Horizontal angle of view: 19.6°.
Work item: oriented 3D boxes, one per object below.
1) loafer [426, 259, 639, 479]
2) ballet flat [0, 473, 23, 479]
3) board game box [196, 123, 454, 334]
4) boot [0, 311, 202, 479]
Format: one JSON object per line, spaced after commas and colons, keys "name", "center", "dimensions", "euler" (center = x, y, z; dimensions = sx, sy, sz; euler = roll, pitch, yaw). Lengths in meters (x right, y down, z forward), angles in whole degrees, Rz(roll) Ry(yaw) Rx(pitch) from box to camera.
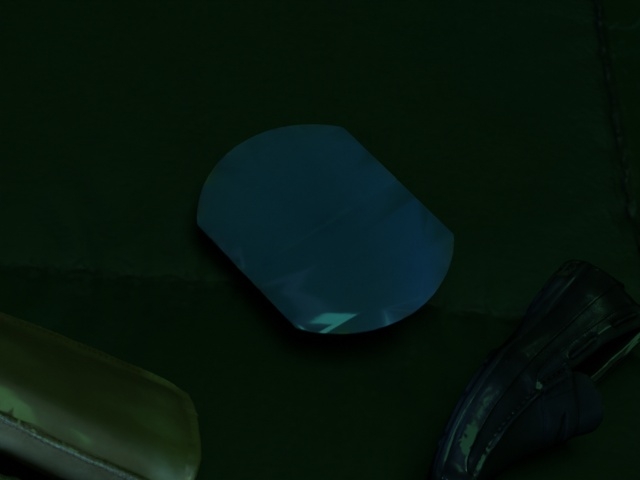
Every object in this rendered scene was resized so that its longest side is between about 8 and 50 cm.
{"name": "loafer", "center": [0.140, 0.095, 1.162], "dimensions": [0.078, 0.076, 0.223], "euler": [31, 48, 15]}
{"name": "ballet flat", "center": [-0.136, 0.265, 0.936], "dimensions": [0.123, 0.123, 0.348], "euler": [-13, 60, -25]}
{"name": "board game box", "center": [0.000, 0.000, 1.217], "dimensions": [0.133, 0.033, 0.168], "euler": [-33, 65, -28]}
{"name": "boot", "center": [-0.211, 0.054, 1.069], "dimensions": [0.269, 0.089, 0.236], "euler": [24, 19, -19]}
